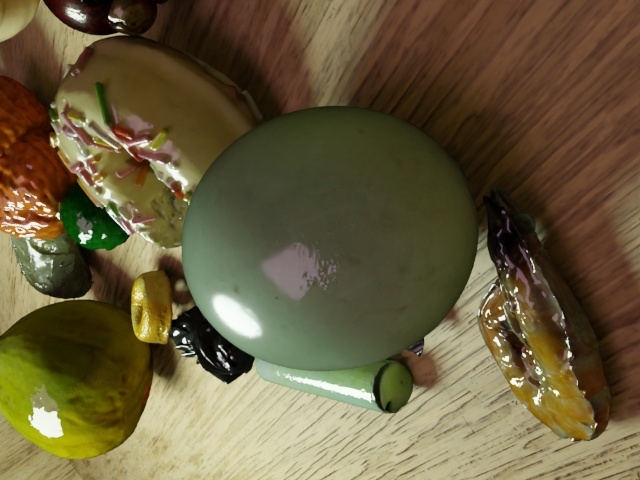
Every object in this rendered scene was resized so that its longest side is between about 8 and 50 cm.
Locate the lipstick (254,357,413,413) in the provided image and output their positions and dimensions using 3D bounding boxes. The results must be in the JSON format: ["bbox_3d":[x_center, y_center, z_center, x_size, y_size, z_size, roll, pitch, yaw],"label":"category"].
[{"bbox_3d":[0.012,0.196,1.302,0.304,0.076,0.076,0,119,53],"label":"lipstick"}]

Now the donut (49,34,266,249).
[{"bbox_3d":[-0.230,-0.130,1.207,0.307,0.150,0.371,47,152,-15],"label":"donut"}]

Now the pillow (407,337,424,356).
[{"bbox_3d":[0.054,0.056,1.130,0.208,0.055,0.141,25,131,39],"label":"pillow"}]

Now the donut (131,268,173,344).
[{"bbox_3d":[-0.310,0.122,1.625,0.152,0.058,0.152,180,90,-68],"label":"donut"}]

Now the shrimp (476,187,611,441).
[{"bbox_3d":[0.214,0.082,0.935,0.164,0.062,0.317,7,128,54],"label":"shrimp"}]

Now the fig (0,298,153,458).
[{"bbox_3d":[-0.517,0.274,1.836,0.343,0.343,0.343,34,143,31],"label":"fig"}]

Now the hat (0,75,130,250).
[{"bbox_3d":[-0.513,-0.102,1.614,0.400,0.285,0.285,33,147,0],"label":"hat"}]

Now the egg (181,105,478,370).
[{"bbox_3d":[0.000,0.000,0.938,0.389,0.276,0.276,-14,108,55],"label":"egg"}]

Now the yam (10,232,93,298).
[{"bbox_3d":[-0.566,-0.001,1.838,0.154,0.154,0.254,32,143,33],"label":"yam"}]

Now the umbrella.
[{"bbox_3d":[-0.208,0.174,1.571,0.340,0.118,0.118,0,120,63],"label":"umbrella"}]

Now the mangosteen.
[{"bbox_3d":[-0.254,-0.339,1.081,0.200,0.200,0.200,34,143,31],"label":"mangosteen"}]

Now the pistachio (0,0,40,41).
[{"bbox_3d":[-0.569,-0.415,1.376,0.238,0.229,0.321,-56,50,13],"label":"pistachio"}]
